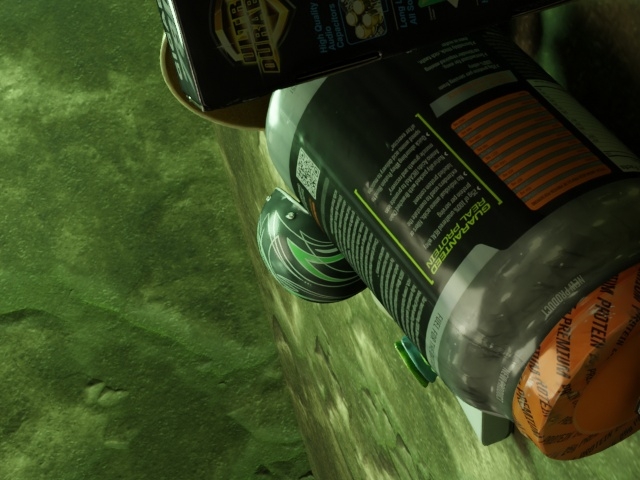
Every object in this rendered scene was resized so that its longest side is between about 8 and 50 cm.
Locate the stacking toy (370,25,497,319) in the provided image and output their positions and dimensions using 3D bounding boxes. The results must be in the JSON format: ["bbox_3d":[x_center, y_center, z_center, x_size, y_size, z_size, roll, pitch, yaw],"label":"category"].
[{"bbox_3d":[0.108,-0.082,1.085,0.141,0.141,0.330,-120,21,-50],"label":"stacking toy"}]

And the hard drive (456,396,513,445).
[{"bbox_3d":[0.131,0.048,1.399,0.203,0.040,0.307,83,165,-48],"label":"hard drive"}]

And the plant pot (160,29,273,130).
[{"bbox_3d":[-0.064,-0.294,1.405,0.237,0.237,0.254,87,176,-56],"label":"plant pot"}]

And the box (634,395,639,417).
[{"bbox_3d":[0.272,0.160,0.706,0.058,0.087,0.232,85,164,-52],"label":"box"}]

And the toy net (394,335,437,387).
[{"bbox_3d":[0.078,0.071,1.546,0.232,0.045,0.122,58,-170,13],"label":"toy net"}]

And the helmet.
[{"bbox_3d":[0.000,0.000,1.669,0.169,0.161,0.169,162,90,-80],"label":"helmet"}]

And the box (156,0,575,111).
[{"bbox_3d":[0.028,-0.252,0.692,0.073,0.293,0.296,-135,28,-70],"label":"box"}]

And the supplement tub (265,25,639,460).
[{"bbox_3d":[0.114,-0.017,0.857,0.316,0.193,0.194,53,161,35],"label":"supplement tub"}]
